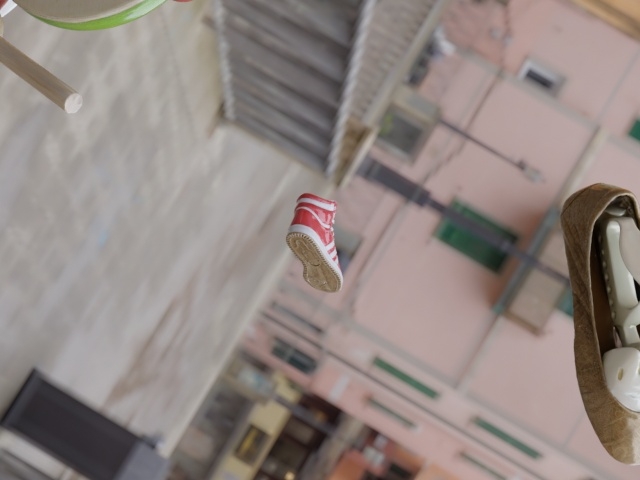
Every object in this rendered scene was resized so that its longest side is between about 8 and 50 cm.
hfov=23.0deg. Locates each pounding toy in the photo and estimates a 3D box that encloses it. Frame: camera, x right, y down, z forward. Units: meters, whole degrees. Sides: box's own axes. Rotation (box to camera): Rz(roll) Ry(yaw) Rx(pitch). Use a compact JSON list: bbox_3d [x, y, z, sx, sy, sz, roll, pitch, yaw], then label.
[{"bbox_3d":[-0.172,-0.206,1.248,0.237,0.183,0.110,-55,153,-10],"label":"pounding toy"}]

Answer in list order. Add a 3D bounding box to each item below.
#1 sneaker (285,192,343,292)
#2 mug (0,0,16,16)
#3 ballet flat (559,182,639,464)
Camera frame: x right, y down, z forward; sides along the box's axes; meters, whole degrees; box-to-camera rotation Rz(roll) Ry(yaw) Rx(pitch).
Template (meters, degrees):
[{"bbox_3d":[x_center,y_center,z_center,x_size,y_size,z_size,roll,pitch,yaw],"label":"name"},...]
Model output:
[{"bbox_3d":[0.000,0.000,1.597,0.118,0.042,0.067,64,32,-52],"label":"sneaker"},{"bbox_3d":[-0.373,-0.347,1.737,0.113,0.169,0.150,-41,-171,25],"label":"mug"},{"bbox_3d":[0.364,0.093,1.869,0.124,0.116,0.342,150,-64,-68],"label":"ballet flat"}]
